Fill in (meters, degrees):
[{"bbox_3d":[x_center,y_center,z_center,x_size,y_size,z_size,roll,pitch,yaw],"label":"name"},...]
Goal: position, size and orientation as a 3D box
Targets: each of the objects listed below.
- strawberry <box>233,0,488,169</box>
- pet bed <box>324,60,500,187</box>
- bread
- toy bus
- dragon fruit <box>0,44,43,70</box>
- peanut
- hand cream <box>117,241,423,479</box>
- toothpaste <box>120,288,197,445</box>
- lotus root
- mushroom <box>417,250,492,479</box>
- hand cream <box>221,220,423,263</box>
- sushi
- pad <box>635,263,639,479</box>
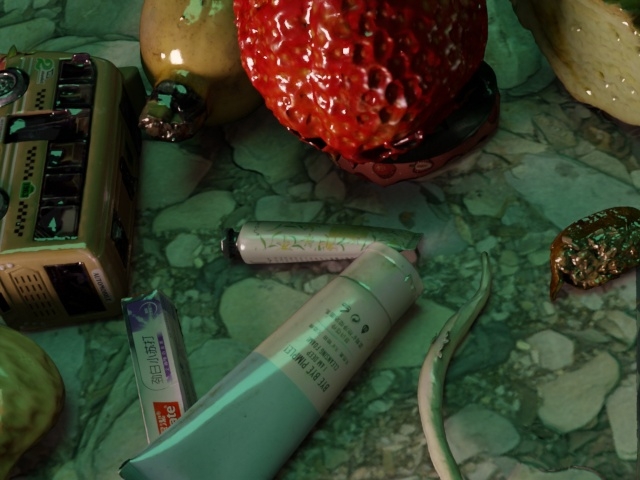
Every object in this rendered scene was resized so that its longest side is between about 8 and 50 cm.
[{"bbox_3d":[0.028,-0.229,1.143,0.250,0.288,0.238,16,54,21],"label":"strawberry"},{"bbox_3d":[0.086,-0.141,1.276,0.201,0.053,0.201,-6,49,7],"label":"pet bed"},{"bbox_3d":[0.347,-0.241,1.200,0.252,0.238,0.196,-45,17,-17],"label":"bread"},{"bbox_3d":[-0.263,-0.060,1.239,0.157,0.139,0.289,-6,51,4],"label":"toy bus"},{"bbox_3d":[-0.356,-0.199,1.432,0.083,0.060,0.056,-14,52,5],"label":"dragon fruit"},{"bbox_3d":[-0.348,0.167,1.086,0.197,0.110,0.233,18,57,21],"label":"peanut"},{"bbox_3d":[-0.030,0.131,1.066,0.312,0.070,0.111,-44,97,-22],"label":"hand cream"},{"bbox_3d":[-0.142,0.129,1.114,0.047,0.040,0.196,-20,49,0],"label":"toothpaste"},{"bbox_3d":[-0.114,-0.214,1.302,0.183,0.182,0.310,7,55,19],"label":"lotus root"},{"bbox_3d":[0.120,0.133,1.048,0.068,0.043,0.306,5,49,-4],"label":"mushroom"},{"bbox_3d":[0.000,0.000,1.181,0.195,0.042,0.067,-2,9,13],"label":"hand cream"},{"bbox_3d":[0.256,0.010,1.107,0.120,0.052,0.055,-21,31,-4],"label":"sushi"},{"bbox_3d":[0.350,0.112,1.027,0.164,0.004,0.243,0,51,14],"label":"pad"}]
